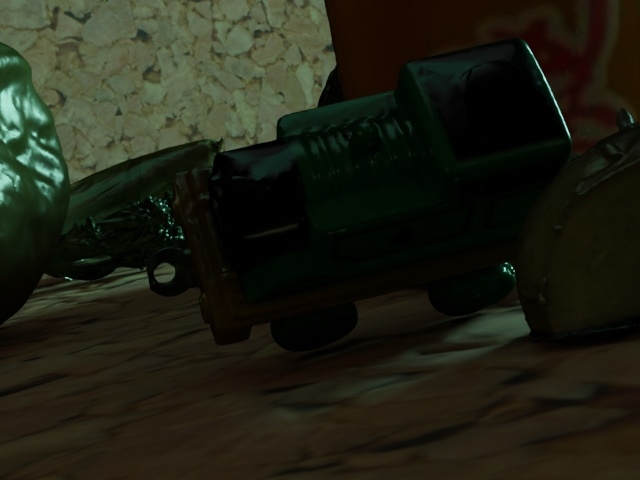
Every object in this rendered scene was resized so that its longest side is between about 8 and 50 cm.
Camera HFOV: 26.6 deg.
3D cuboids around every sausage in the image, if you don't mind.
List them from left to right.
[{"bbox_3d":[0.120,-0.131,0.843,0.233,0.287,0.233,-11,9,2],"label":"sausage"}]

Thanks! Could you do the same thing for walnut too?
[{"bbox_3d":[-0.330,-0.048,0.989,0.253,0.282,0.277,-18,1,19],"label":"walnut"}]

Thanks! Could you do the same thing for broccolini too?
[{"bbox_3d":[-0.319,0.028,1.342,0.392,0.074,0.078,-17,49,-14],"label":"broccolini"}]

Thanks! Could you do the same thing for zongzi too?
[{"bbox_3d":[-0.212,-0.044,1.453,0.194,0.099,0.197,-19,-17,-48],"label":"zongzi"}]

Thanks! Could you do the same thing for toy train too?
[{"bbox_3d":[0.029,-0.022,0.631,0.228,0.091,0.136,-12,-28,-12],"label":"toy train"}]

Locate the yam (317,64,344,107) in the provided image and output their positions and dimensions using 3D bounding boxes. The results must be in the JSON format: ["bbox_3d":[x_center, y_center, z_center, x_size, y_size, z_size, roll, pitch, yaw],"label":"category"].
[{"bbox_3d":[0.090,-0.092,1.106,0.203,0.201,0.271,-13,11,-1],"label":"yam"}]

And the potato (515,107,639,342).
[{"bbox_3d":[0.162,-0.018,0.571,0.172,0.089,0.100,-13,2,6],"label":"potato"}]
